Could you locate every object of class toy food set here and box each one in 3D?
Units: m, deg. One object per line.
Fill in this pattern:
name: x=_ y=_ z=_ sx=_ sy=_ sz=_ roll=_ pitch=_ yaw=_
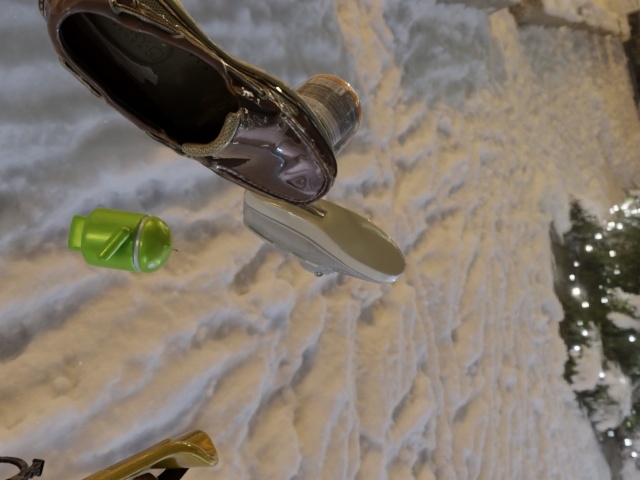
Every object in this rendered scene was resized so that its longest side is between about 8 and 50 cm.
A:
toy food set: x=-0.149 y=0.195 z=0.396 sx=0.128 sy=0.218 sz=0.071 roll=-13 pitch=73 yaw=-51

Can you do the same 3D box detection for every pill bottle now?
pill bottle: x=-0.034 y=-0.217 z=1.187 sx=0.162 sy=0.162 sz=0.278 roll=63 pitch=37 yaw=-22

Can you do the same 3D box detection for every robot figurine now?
robot figurine: x=-0.218 y=0.000 z=0.659 sx=0.101 sy=0.115 sz=0.066 roll=92 pitch=6 yaw=-83

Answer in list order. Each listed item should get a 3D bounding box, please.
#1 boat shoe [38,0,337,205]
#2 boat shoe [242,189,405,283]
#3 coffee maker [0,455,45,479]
boat shoe: x=-0.079 y=-0.085 z=0.416 sx=0.257 sy=0.095 sz=0.095 roll=33 pitch=28 yaw=-37
boat shoe: x=-0.001 y=0.000 z=0.756 sx=0.079 sy=0.228 sz=0.081 roll=-47 pitch=161 yaw=-47
coffee maker: x=-0.321 y=0.251 z=0.434 sx=0.120 sy=0.171 sz=0.178 roll=17 pitch=81 yaw=-83
